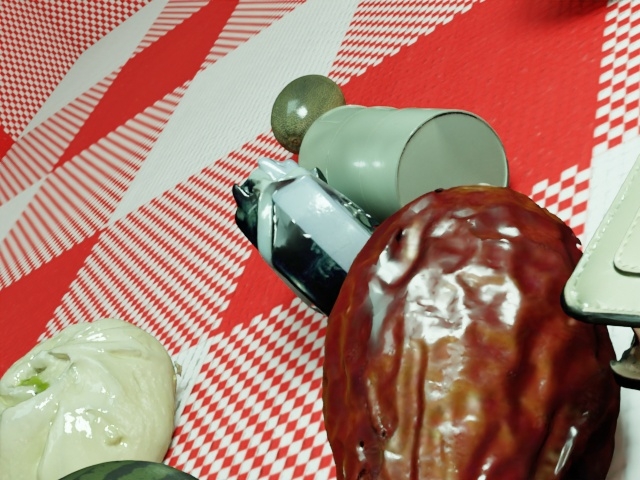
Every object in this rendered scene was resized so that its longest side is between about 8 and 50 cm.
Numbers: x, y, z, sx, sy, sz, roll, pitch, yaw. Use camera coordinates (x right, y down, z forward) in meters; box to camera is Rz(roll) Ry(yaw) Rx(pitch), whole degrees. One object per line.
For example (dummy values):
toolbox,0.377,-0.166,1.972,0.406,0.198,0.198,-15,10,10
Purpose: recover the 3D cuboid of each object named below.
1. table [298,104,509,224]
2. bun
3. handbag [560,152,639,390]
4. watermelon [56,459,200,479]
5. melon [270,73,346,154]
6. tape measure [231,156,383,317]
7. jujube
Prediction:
table,0.076,-0.072,1.134,0.126,0.126,0.220,-48,23,-11
bun,-0.274,0.194,1.203,0.259,0.160,0.259,-38,23,20
handbag,0.329,-0.043,0.637,0.236,0.160,0.359,-2,46,50
watermelon,-0.146,0.265,0.807,0.212,0.212,0.212,-35,24,18
melon,-0.014,-0.167,1.487,0.098,0.098,0.131,-23,26,40
tape measure,0.003,0.003,1.056,0.107,0.181,0.182,-47,-10,1
jujube,0.094,0.097,0.730,0.197,0.197,0.290,-22,45,40
